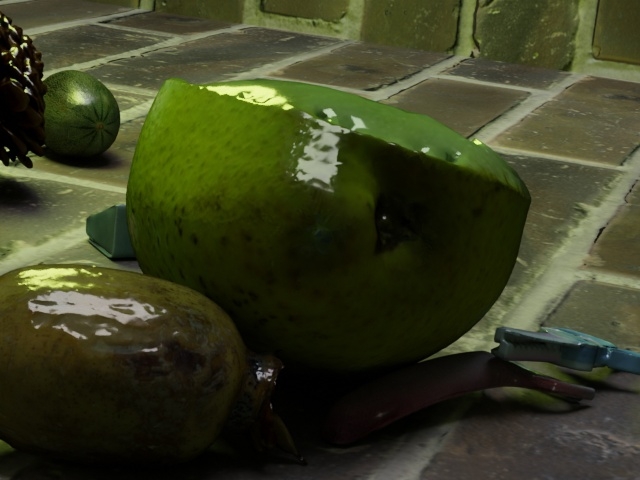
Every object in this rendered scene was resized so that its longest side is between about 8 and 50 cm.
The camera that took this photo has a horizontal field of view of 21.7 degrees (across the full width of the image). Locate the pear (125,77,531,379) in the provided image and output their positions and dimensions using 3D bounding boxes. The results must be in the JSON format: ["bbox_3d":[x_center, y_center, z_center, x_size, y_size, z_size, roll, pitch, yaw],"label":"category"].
[{"bbox_3d":[0.000,0.000,1.355,0.342,0.238,0.318,17,0,-2],"label":"pear"}]

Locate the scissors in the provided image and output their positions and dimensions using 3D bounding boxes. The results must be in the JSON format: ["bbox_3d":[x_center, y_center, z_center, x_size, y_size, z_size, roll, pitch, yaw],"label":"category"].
[{"bbox_3d":[0.220,0.098,1.487,0.125,0.030,0.256,17,5,34],"label":"scissors"}]

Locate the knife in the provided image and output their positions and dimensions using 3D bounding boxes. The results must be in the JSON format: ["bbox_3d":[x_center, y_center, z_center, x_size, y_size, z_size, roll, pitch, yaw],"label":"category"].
[{"bbox_3d":[0.100,0.121,1.405,0.278,0.053,0.123,-6,13,-44],"label":"knife"}]

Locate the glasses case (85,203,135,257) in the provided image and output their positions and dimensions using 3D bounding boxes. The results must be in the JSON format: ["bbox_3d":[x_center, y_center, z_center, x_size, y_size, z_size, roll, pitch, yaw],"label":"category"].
[{"bbox_3d":[-0.115,-0.008,1.838,0.266,0.056,0.105,-1,-8,-27],"label":"glasses case"}]

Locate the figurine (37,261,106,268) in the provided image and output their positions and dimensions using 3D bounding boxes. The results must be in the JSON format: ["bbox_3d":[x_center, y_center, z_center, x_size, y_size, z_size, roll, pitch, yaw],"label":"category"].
[{"bbox_3d":[-0.245,0.087,1.344,0.176,0.121,0.122,-11,-8,-24],"label":"figurine"}]

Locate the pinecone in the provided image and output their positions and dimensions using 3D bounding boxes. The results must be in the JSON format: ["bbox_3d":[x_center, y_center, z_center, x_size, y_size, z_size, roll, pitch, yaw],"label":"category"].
[{"bbox_3d":[-0.462,-0.159,1.954,0.292,0.246,0.246,-17,18,-8],"label":"pinecone"}]

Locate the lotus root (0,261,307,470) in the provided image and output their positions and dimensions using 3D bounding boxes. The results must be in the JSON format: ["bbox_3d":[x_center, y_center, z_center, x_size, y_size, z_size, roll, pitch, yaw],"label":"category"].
[{"bbox_3d":[-0.131,0.095,1.228,0.278,0.154,0.154,13,13,-11],"label":"lotus root"}]

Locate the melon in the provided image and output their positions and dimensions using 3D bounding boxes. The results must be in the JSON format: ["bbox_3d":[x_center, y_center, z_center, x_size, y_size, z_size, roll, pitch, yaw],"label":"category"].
[{"bbox_3d":[-0.328,-0.169,2.219,0.114,0.114,0.167,-1,19,-26],"label":"melon"}]
